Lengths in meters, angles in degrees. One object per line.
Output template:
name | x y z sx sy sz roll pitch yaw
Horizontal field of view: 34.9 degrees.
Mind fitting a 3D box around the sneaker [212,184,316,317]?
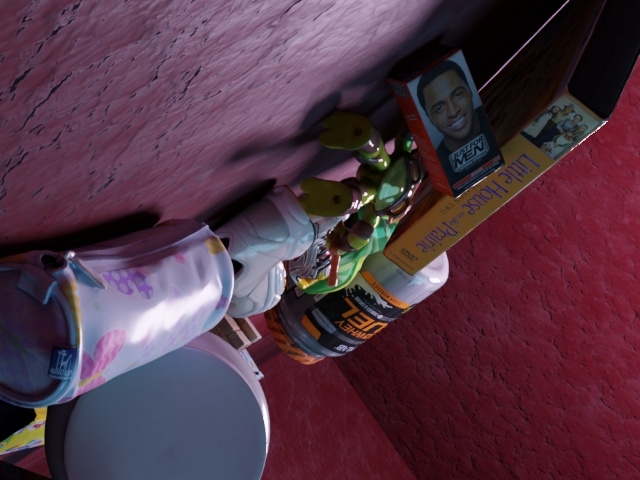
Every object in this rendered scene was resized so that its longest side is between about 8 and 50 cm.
sneaker | -0.103 0.027 1.203 0.121 0.099 0.262 -23 161 -27

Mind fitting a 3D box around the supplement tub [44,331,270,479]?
supplement tub | -0.181 0.197 1.109 0.228 0.228 0.316 -34 -173 -13

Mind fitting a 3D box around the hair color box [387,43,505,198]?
hair color box | 0.131 -0.122 1.052 0.072 0.141 0.043 -34 -152 -12

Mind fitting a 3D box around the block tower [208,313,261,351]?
block tower | -0.264 0.223 1.692 0.335 0.091 0.097 -36 174 2

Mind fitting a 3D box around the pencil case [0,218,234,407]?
pencil case | -0.178 0.050 0.862 0.273 0.113 0.124 -17 122 -67

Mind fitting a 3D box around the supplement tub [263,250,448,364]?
supplement tub | 0.058 0.080 1.836 0.316 0.193 0.193 -39 172 26

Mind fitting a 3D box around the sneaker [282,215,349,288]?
sneaker | 0.000 0.000 1.436 0.088 0.092 0.225 -32 172 -26

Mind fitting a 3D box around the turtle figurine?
turtle figurine | 0.056 -0.056 1.108 0.269 0.087 0.217 -59 158 11

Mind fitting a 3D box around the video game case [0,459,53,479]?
video game case | -0.301 0.283 1.091 0.025 0.285 0.204 -67 -166 -7

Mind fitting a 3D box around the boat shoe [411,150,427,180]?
boat shoe | 0.191 -0.129 1.639 0.190 0.068 0.072 -15 174 -42

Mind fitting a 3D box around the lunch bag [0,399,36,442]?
lunch bag | -0.349 0.172 1.062 0.098 0.065 0.067 -33 157 -12

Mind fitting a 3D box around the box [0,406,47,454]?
box | -0.381 0.248 1.412 0.105 0.043 0.179 -38 162 27

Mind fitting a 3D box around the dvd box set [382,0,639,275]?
dvd box set | 0.245 -0.156 1.241 0.307 0.062 0.420 -59 -173 -32

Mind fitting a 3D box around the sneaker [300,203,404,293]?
sneaker | 0.027 0.001 1.638 0.124 0.109 0.295 1 156 -33

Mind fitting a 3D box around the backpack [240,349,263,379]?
backpack | -0.233 0.322 2.171 0.225 0.191 0.253 -37 178 8
